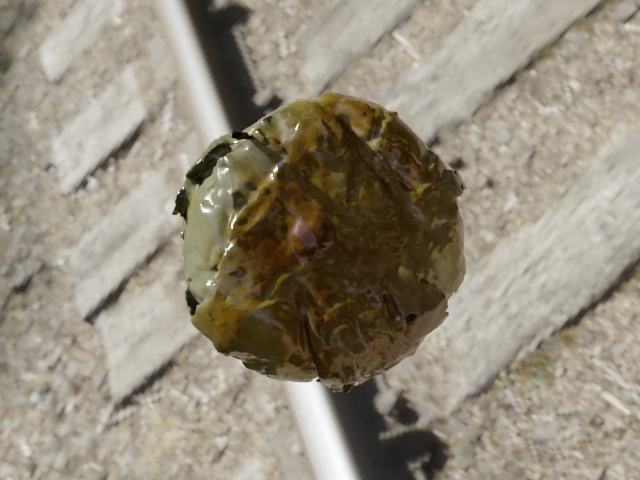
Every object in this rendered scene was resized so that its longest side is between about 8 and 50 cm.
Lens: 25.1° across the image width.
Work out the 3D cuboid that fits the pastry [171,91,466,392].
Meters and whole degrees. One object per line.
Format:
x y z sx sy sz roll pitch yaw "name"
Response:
0.001 0.001 0.729 0.153 0.153 0.081 -67 9 -13 "pastry"
